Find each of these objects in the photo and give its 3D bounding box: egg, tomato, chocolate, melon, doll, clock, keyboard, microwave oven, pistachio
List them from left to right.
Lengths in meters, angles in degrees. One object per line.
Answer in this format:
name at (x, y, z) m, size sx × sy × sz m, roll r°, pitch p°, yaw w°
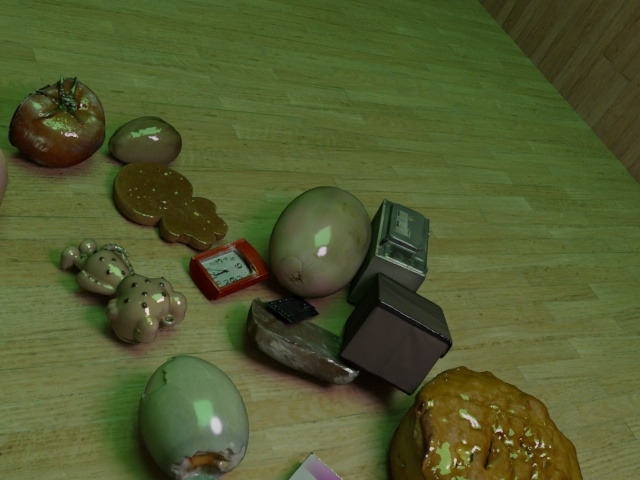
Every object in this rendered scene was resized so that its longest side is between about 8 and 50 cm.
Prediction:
tomato at (-0.567, -0.250, 1.697) m, size 0.155 × 0.181 × 0.214 m, roll 37°, pitch 42°, yaw 0°
doll at (-0.389, 0.092, 1.497) m, size 0.278 × 0.119 × 0.154 m, roll 39°, pitch 37°, yaw 26°
pistachio at (-0.426, -0.238, 1.839) m, size 0.185 × 0.126 × 0.108 m, roll -5°, pitch 8°, yaw -33°
egg at (-0.222, 0.298, 1.310) m, size 0.183 × 0.183 × 0.217 m, roll 5°, pitch 45°, yaw -29°
clock at (-0.203, 0.069, 1.677) m, size 0.155 × 0.061 × 0.113 m, roll -20°, pitch 60°, yaw -41°
keyboard at (-0.056, 0.146, 1.646) m, size 0.074 × 0.015 × 0.196 m, roll 31°, pitch 9°, yaw 15°
chocolate at (-0.047, 0.226, 1.576) m, size 0.254 × 0.080 × 0.157 m, roll 27°, pitch 13°, yaw -16°
melon at (0.000, 0.000, 1.749) m, size 0.223 × 0.223 × 0.317 m, roll 31°, pitch 39°, yaw 0°
microwave oven at (0.177, 0.040, 1.852) m, size 0.145 × 0.194 × 0.240 m, roll 26°, pitch 36°, yaw -8°

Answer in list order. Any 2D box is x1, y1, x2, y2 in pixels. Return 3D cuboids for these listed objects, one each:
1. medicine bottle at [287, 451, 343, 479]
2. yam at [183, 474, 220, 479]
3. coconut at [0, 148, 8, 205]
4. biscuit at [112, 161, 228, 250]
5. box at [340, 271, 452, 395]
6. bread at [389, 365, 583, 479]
medicine bottle at (-0.012, 0.498, 1.334) m, size 0.171 × 0.052 × 0.201 m, roll 40°, pitch 41°, yaw 11°
yam at (-0.203, 0.436, 1.162) m, size 0.107 × 0.194 × 0.107 m, roll 19°, pitch 41°, yaw -18°
coconut at (-0.696, -0.119, 1.432) m, size 0.197 × 0.237 × 0.237 m, roll 21°, pitch 39°, yaw -20°
biscuit at (-0.349, -0.080, 1.756) m, size 0.288 × 0.044 × 0.202 m, roll 35°, pitch 39°, yaw 3°
box at (0.160, 0.195, 1.630) m, size 0.188 × 0.153 × 0.252 m, roll 31°, pitch 13°, yaw -5°
bread at (0.316, 0.435, 1.488) m, size 0.398 × 0.215 × 0.398 m, roll 17°, pitch 41°, yaw -16°
